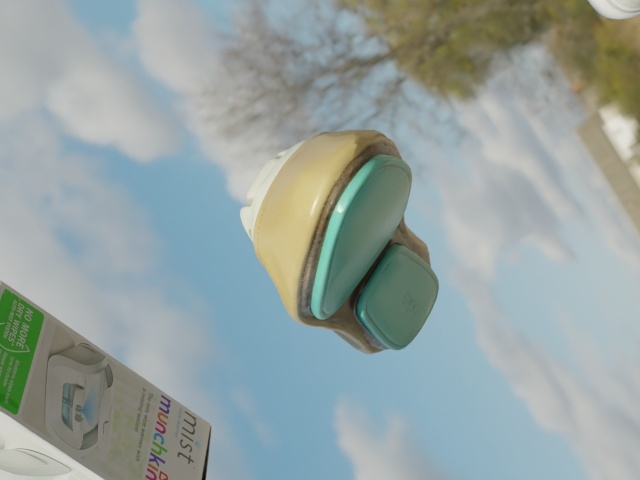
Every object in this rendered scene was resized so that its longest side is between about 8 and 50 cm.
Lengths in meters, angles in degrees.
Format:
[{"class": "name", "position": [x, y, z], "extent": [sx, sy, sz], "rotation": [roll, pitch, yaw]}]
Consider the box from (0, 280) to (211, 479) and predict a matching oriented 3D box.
[{"class": "box", "position": [-0.263, 0.190, 1.310], "extent": [0.231, 0.262, 0.126], "rotation": [39, -145, -27]}]

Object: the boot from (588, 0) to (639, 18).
[{"class": "boot", "position": [0.310, -0.286, 1.247], "extent": [0.095, 0.258, 0.123], "rotation": [36, 172, -23]}]

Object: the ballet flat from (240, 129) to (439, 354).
[{"class": "ballet flat", "position": [0.000, 0.000, 0.695], "extent": [0.073, 0.080, 0.232], "rotation": [32, 170, 17]}]
